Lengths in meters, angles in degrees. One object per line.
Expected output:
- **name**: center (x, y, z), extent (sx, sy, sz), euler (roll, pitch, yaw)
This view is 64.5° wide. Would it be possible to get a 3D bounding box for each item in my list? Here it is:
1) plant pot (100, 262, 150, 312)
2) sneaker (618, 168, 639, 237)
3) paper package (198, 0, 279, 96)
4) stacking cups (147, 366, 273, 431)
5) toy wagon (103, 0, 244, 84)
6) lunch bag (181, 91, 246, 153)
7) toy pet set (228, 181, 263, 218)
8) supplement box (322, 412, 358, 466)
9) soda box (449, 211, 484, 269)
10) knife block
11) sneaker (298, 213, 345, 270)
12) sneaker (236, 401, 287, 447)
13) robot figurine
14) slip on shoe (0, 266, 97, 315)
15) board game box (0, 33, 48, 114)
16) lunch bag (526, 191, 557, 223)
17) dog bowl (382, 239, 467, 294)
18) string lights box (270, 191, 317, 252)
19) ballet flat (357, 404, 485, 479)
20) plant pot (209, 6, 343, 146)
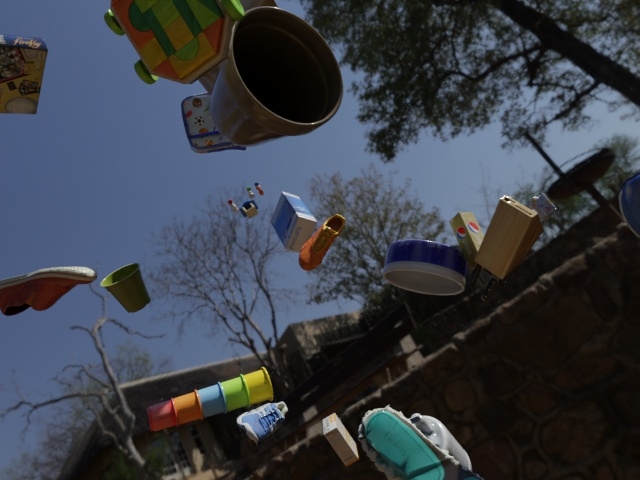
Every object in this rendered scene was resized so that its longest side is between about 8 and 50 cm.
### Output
- **plant pot**: center (-0.382, 0.100, 1.019), extent (0.083, 0.079, 0.083), euler (-20, 22, 9)
- **sneaker**: center (0.685, -0.001, 0.913), extent (0.130, 0.330, 0.147), euler (-40, -5, 10)
- **paper package**: center (-0.238, -0.602, 1.676), extent (0.324, 0.168, 0.309), euler (-61, -33, -14)
- **stacking cups**: center (-0.284, 0.427, 1.328), extent (0.316, 0.096, 0.096), euler (-15, -26, -21)
- **toy wagon**: center (-0.331, -0.504, 1.052), extent (0.267, 0.344, 0.068), euler (-27, 10, 20)
- **lunch bag**: center (-0.392, -0.473, 2.037), extent (0.303, 0.243, 0.115), euler (-13, -5, -12)
- **toy pet set**: center (-0.255, -0.140, 1.758), extent (0.122, 0.065, 0.114), euler (-34, -51, -8)
- **supplement box**: center (0.045, 0.456, 1.164), extent (0.036, 0.098, 0.062), euler (-32, 11, 4)
- **soda box**: center (0.469, 0.001, 1.576), extent (0.061, 0.181, 0.058), euler (1, -34, -28)
- **knife block**: center (0.452, 0.034, 1.284), extent (0.242, 0.088, 0.276), euler (-56, -29, 6)
- **sneaker**: center (0.000, 0.000, 1.246), extent (0.175, 0.064, 0.067), euler (-57, -5, -30)
- **sneaker**: center (-0.137, 0.427, 1.213), extent (0.081, 0.080, 0.211), euler (-35, -8, 3)
- **robot figurine**: center (0.363, 0.712, 1.648), extent (0.200, 0.300, 0.353), euler (-27, -57, 18)
- **slip on shoe**: center (-0.708, 0.128, 1.315), extent (0.331, 0.101, 0.123), euler (-14, -8, 21)
- **board game box**: center (-0.796, -0.414, 1.279), extent (0.165, 0.042, 0.243), euler (-10, -22, -40)
- **lunch bag**: center (0.671, -0.096, 1.549), extent (0.053, 0.071, 0.083), euler (-30, -23, -10)
- **dog bowl**: center (0.342, 0.092, 1.661), extent (0.265, 0.104, 0.265), euler (12, -18, 4)
- **string lights box**: center (-0.104, -0.069, 1.855), extent (0.077, 0.259, 0.133), euler (16, -71, -24)
- **ballet flat**: center (0.239, 0.495, 0.996), extent (0.147, 0.409, 0.147), euler (-31, -34, -25)
- **plant pot**: center (-0.148, -0.389, 1.334), extent (0.323, 0.323, 0.280), euler (-15, -5, -37)
